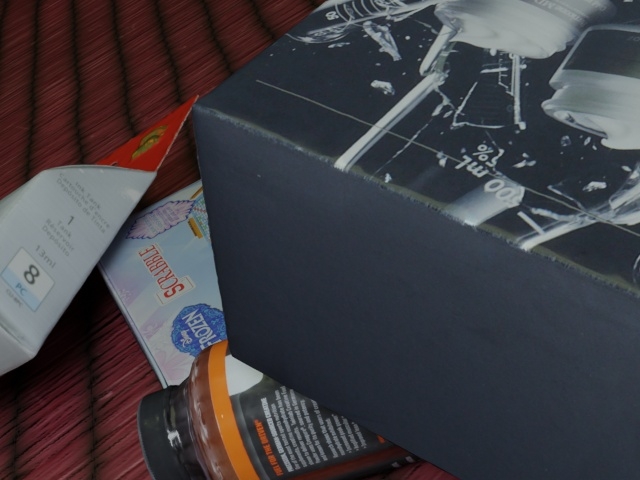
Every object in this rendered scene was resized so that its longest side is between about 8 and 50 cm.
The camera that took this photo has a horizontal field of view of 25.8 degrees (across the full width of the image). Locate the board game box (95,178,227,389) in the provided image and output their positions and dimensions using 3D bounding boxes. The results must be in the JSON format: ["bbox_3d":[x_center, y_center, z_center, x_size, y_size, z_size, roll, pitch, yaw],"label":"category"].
[{"bbox_3d":[0.000,0.000,1.055,0.318,0.066,0.318,-28,25,-8],"label":"board game box"}]

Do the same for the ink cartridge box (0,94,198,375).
[{"bbox_3d":[-0.287,0.010,1.166,0.308,0.091,0.385,-29,22,31],"label":"ink cartridge box"}]

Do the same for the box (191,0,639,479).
[{"bbox_3d":[0.170,-0.024,0.703,0.343,0.179,0.312,24,51,29],"label":"box"}]

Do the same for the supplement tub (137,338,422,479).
[{"bbox_3d":[-0.007,0.097,0.832,0.198,0.106,0.106,-19,26,10],"label":"supplement tub"}]
